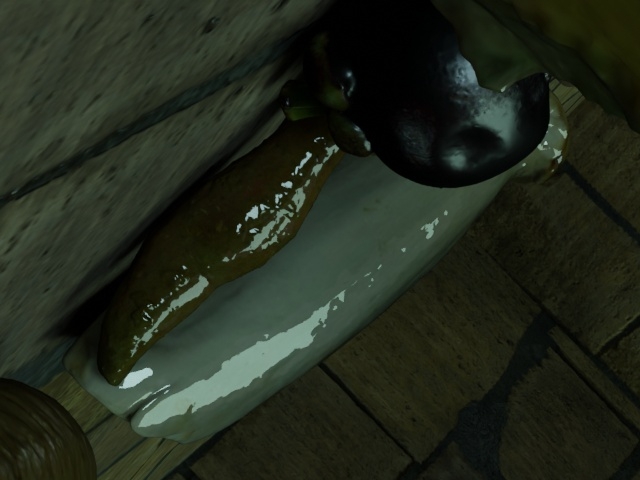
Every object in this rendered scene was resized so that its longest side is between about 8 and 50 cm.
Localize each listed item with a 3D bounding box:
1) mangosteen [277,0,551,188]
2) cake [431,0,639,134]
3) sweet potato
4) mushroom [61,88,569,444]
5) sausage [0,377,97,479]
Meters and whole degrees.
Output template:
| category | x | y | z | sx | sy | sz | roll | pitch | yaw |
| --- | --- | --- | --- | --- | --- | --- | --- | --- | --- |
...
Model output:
| category | x | y | z | sx | sy | sz | roll | pitch | yaw |
| --- | --- | --- | --- | --- | --- | --- | --- | --- | --- |
| mangosteen | 0.050 | -0.090 | 0.768 | 0.151 | 0.137 | 0.137 | -12 | 179 | 10 |
| cake | 0.122 | -0.153 | 0.300 | 0.227 | 0.222 | 0.286 | -41 | 174 | -12 |
| sweet potato | -0.042 | -0.023 | 0.841 | 0.274 | 0.067 | 0.067 | -48 | 174 | -3 |
| mushroom | -0.003 | 0.006 | 0.990 | 0.407 | 0.137 | 0.154 | -34 | 158 | -21 |
| sausage | -0.199 | 0.126 | 0.595 | 0.136 | 0.123 | 0.501 | -15 | 177 | 7 |
